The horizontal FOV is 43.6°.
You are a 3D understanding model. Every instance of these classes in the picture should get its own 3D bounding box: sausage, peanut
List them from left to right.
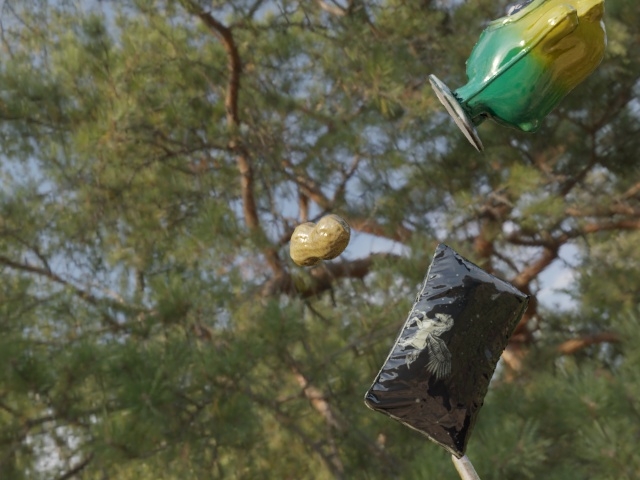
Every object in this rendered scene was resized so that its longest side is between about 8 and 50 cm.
[{"bbox_3d":[-0.002,-0.002,1.567,0.089,0.089,0.192,2,-14,-33],"label":"peanut"},{"bbox_3d":[0.308,0.493,1.535,0.032,0.269,0.033,-6,-62,-12],"label":"sausage"}]

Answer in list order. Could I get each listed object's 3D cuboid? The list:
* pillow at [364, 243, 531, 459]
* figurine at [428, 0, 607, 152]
[{"bbox_3d":[0.144,0.118,0.886,0.141,0.208,0.055,33,-20,-15],"label":"pillow"},{"bbox_3d":[0.402,-0.339,1.561,0.340,0.231,0.323,-36,-11,11],"label":"figurine"}]
